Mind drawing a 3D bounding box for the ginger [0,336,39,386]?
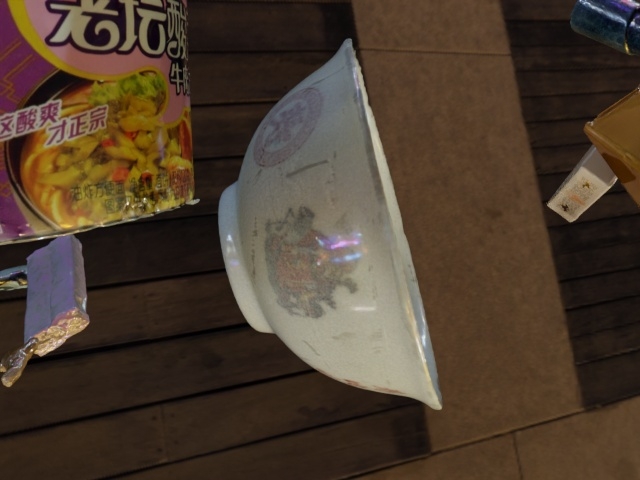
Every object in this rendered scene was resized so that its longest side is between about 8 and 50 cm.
[{"bbox_3d":[-0.435,0.172,0.977,0.030,0.048,0.097,48,23,-22],"label":"ginger"}]

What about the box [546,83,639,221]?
[{"bbox_3d":[0.457,-0.198,0.941,0.051,0.204,0.365,39,86,12],"label":"box"}]

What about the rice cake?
[{"bbox_3d":[-0.474,0.085,1.236,0.106,0.298,0.050,-33,125,-2],"label":"rice cake"}]

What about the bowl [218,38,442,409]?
[{"bbox_3d":[0.000,0.000,0.818,0.196,0.435,0.434,-13,85,9],"label":"bowl"}]

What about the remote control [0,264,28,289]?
[{"bbox_3d":[-0.631,0.077,1.371,0.256,0.097,0.045,-7,83,-54],"label":"remote control"}]

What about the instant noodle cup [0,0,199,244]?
[{"bbox_3d":[-0.243,-0.138,0.513,0.340,0.340,0.265,-11,100,-28],"label":"instant noodle cup"}]

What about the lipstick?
[{"bbox_3d":[0.354,-0.185,0.679,0.053,0.053,0.234,-18,46,-28],"label":"lipstick"}]

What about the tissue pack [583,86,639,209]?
[{"bbox_3d":[0.363,-0.010,0.543,0.145,0.194,0.274,-37,103,15],"label":"tissue pack"}]
